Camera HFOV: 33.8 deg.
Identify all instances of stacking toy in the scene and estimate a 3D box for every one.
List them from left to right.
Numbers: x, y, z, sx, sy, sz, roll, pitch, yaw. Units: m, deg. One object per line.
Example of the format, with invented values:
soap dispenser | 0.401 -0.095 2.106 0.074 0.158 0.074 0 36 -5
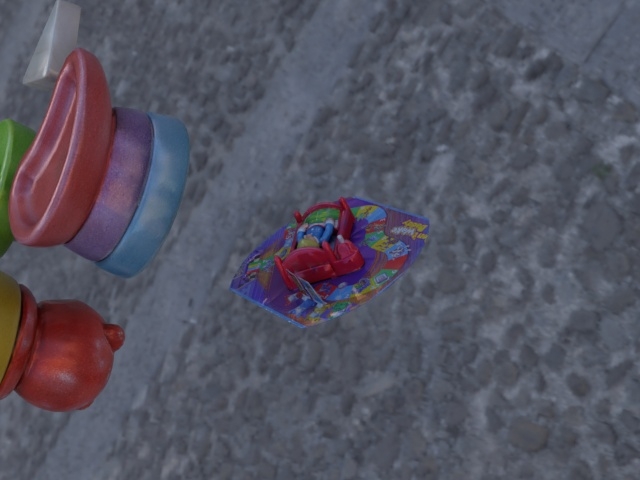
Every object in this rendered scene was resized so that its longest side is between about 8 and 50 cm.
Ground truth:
stacking toy | -0.205 -0.024 0.895 0.309 0.130 0.279 -54 33 30

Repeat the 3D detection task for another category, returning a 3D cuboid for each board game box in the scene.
board game box | 0.000 0.000 0.803 0.133 0.033 0.168 -38 30 -20
